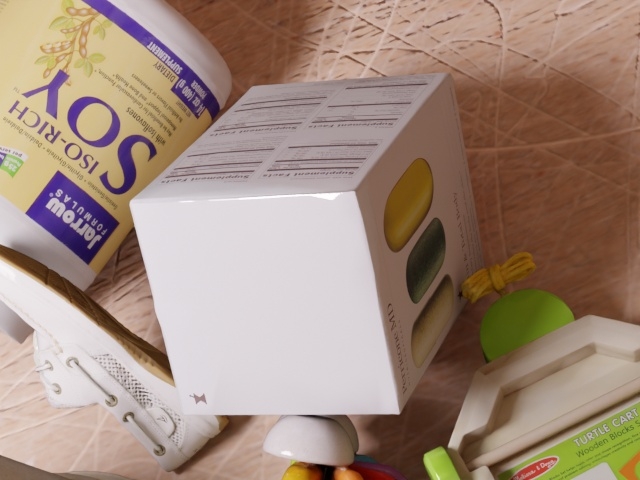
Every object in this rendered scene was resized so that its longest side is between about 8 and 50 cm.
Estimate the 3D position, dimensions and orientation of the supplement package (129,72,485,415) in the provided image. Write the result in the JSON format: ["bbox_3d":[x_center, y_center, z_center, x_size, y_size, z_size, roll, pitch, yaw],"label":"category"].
[{"bbox_3d":[0.000,0.000,1.572,0.198,0.199,0.262,-2,24,23],"label":"supplement package"}]

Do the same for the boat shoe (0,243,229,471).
[{"bbox_3d":[-0.211,0.111,1.658,0.096,0.277,0.098,-49,16,4],"label":"boat shoe"}]

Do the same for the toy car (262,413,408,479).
[{"bbox_3d":[0.016,0.224,1.548,0.136,0.182,0.159,8,91,4],"label":"toy car"}]

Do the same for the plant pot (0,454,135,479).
[{"bbox_3d":[-0.290,0.307,1.552,0.334,0.305,0.333,-10,62,19],"label":"plant pot"}]

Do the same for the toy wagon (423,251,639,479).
[{"bbox_3d":[0.222,0.160,1.524,0.267,0.068,0.344,-26,57,-3],"label":"toy wagon"}]

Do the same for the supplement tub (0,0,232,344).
[{"bbox_3d":[-0.268,-0.093,1.782,0.241,0.241,0.331,30,80,32],"label":"supplement tub"}]
